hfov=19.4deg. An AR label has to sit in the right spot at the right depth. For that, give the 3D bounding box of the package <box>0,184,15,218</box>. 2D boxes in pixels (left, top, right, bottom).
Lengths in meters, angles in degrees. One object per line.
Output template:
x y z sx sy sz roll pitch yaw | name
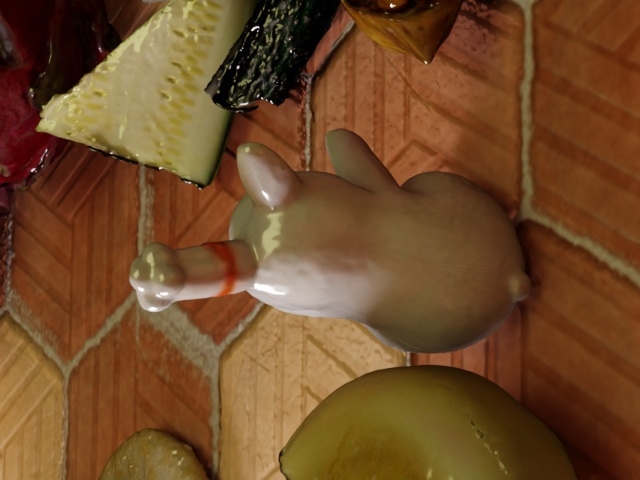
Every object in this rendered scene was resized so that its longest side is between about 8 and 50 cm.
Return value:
-0.328 -0.058 1.914 0.059 0.029 0.083 -12 67 48 | package

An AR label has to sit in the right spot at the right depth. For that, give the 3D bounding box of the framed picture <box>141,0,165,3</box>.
-0.066 -0.317 1.471 0.184 0.016 0.250 -3 85 30 | framed picture

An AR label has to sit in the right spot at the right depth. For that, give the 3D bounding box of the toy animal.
0.002 -0.002 1.281 0.138 0.282 0.140 -141 66 -65 | toy animal

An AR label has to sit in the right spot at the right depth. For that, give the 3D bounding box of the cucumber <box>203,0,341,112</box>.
-0.011 -0.204 1.486 0.245 0.067 0.067 -60 43 25 | cucumber

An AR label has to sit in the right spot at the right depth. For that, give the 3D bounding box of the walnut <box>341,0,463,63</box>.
0.055 -0.217 1.361 0.116 0.116 0.207 -37 55 44 | walnut

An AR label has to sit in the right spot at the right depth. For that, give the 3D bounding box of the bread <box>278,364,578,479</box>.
0.097 0.169 1.231 0.156 0.158 0.261 -55 44 18 | bread

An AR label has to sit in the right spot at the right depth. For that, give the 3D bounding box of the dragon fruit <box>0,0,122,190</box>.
-0.347 -0.181 1.725 0.329 0.329 0.329 -10 77 52 | dragon fruit

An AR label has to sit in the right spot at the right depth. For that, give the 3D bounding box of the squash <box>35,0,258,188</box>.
-0.130 -0.191 1.603 0.169 0.093 0.252 18 104 7 | squash

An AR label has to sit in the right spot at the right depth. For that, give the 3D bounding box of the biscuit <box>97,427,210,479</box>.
-0.147 0.273 1.625 0.220 0.033 0.220 -8 79 52 | biscuit
